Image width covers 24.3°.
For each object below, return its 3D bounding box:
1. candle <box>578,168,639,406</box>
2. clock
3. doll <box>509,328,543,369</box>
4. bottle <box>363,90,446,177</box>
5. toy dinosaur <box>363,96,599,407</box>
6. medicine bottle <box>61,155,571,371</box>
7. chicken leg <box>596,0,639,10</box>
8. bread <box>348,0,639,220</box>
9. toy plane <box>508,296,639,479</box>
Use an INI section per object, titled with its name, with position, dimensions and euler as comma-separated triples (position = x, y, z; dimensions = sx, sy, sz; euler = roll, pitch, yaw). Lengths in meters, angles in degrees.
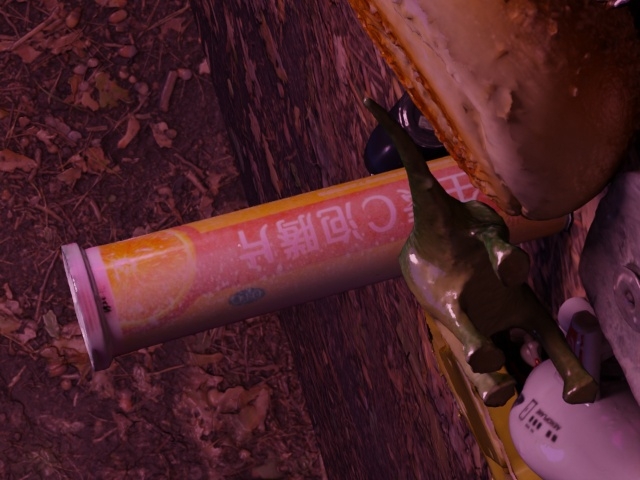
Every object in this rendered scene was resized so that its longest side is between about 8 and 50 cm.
[candle]
position = 0.241, 0.031, 1.033
dimensions = 0.168, 0.068, 0.192
euler = -138, 38, -72
[clock]
position = 0.180, 0.158, 1.510
dimensions = 0.293, 0.071, 0.277
euler = -148, 34, -85
[doll]
position = 0.209, 0.119, 1.413
dimensions = 0.058, 0.040, 0.085
euler = 75, 178, -79
[bottle]
position = 0.096, -0.112, 1.587
dimensions = 0.244, 0.072, 0.082
euler = 134, 157, -77
[toy dinosaur]
position = 0.094, 0.000, 1.127
dimensions = 0.447, 0.087, 0.301
euler = 62, 180, -38
[medicine bottle]
position = 0.000, 0.000, 1.263
dimensions = 0.108, 0.426, 0.108
euler = 164, 90, -78
[chicken leg]
position = 0.180, -0.229, 0.789
dimensions = 0.361, 0.140, 0.211
euler = -129, 34, -74
[bread]
position = 0.118, -0.161, 1.046
dimensions = 0.305, 0.159, 0.305
euler = 55, -174, -8
[toy plane]
position = 0.225, 0.169, 1.185
dimensions = 0.252, 0.118, 0.252
euler = 167, 90, -81
